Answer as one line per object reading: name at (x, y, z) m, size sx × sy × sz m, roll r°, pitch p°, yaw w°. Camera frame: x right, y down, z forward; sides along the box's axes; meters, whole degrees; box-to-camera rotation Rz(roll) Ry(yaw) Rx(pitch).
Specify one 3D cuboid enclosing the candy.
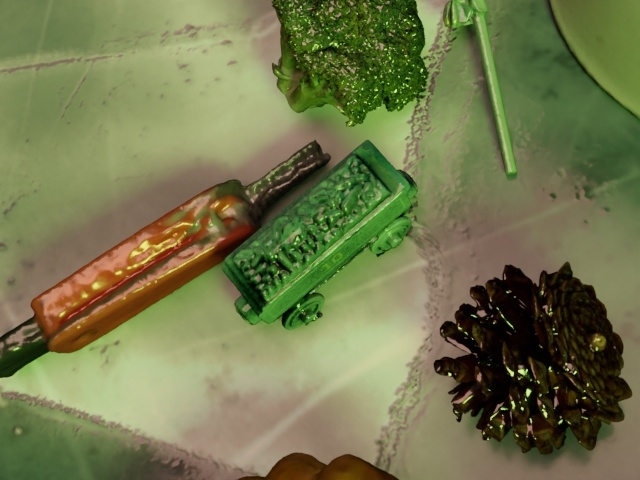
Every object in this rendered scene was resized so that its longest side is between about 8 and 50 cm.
candy at (0.128, -0.192, 0.842) m, size 0.078 × 0.084 × 0.287 m, roll -12°, pitch 81°, yaw 12°

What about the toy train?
toy train at (0.000, 0.000, 0.786) m, size 0.172 × 0.099 × 0.070 m, roll -40°, pitch 69°, yaw 0°

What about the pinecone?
pinecone at (0.145, 0.084, 0.716) m, size 0.121 × 0.140 × 0.140 m, roll -22°, pitch 69°, yaw 28°

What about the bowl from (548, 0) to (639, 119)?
bowl at (0.337, -0.249, 0.755) m, size 0.337 × 0.157 × 0.337 m, roll -3°, pitch 73°, yaw 11°

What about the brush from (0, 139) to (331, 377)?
brush at (-0.128, 0.018, 0.826) m, size 0.323 × 0.070 × 0.051 m, roll -34°, pitch 73°, yaw 0°

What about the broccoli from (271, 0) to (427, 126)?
broccoli at (0.019, -0.163, 0.816) m, size 0.138 × 0.146 × 0.162 m, roll -50°, pitch 49°, yaw 36°

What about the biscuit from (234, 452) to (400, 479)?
biscuit at (-0.028, 0.288, 0.632) m, size 0.326 × 0.107 × 0.325 m, roll -24°, pitch 53°, yaw 37°
